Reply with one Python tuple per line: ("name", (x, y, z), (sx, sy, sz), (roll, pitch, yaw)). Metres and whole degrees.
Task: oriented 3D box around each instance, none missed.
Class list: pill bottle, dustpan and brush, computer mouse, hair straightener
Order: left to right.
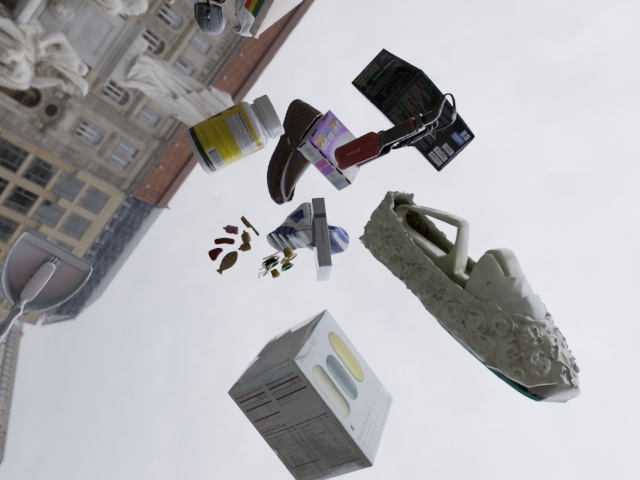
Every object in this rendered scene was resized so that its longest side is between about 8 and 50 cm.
("dustpan and brush", (-0.569, 0.106, 0.874), (0.211, 0.147, 0.060), (-58, -152, -10))
("computer mouse", (-0.405, -0.747, 1.479), (0.262, 0.183, 0.060), (-176, -88, -76))
("pill bottle", (-0.197, -0.250, 1.048), (0.208, 0.119, 0.119), (-27, -140, -3))
("hair straightener", (0.122, -0.169, 0.703), (0.230, 0.089, 0.047), (-24, -96, 52))

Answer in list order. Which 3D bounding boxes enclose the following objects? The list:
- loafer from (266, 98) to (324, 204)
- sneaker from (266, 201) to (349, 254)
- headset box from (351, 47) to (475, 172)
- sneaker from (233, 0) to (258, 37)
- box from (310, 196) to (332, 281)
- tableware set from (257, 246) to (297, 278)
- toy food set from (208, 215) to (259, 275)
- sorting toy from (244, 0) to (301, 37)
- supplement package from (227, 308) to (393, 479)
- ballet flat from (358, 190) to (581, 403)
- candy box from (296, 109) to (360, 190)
("loafer", (-0.081, -0.293, 1.523), (0.130, 0.133, 0.366), (17, -82, 21))
("sneaker", (-0.033, -0.056, 1.571), (0.315, 0.127, 0.182), (1, -131, 38))
("headset box", (0.233, -0.352, 1.188), (0.131, 0.246, 0.283), (-44, -148, 15))
("sneaker", (-0.232, -0.776, 1.452), (0.235, 0.094, 0.090), (107, -8, -46))
("box", (0.000, 0.000, 1.189), (0.038, 0.145, 0.186), (-4, -110, -4))
("tableware set", (-0.093, 0.056, 1.047), (0.024, 0.104, 0.154), (60, -22, 14))
("toy food set", (-0.192, 0.008, 0.964), (0.122, 0.078, 0.019), (-42, 180, -3))
("sorting toy", (-0.097, -0.734, 1.247), (0.257, 0.089, 0.255), (-52, -168, -29))
("supplement package", (-0.013, 0.334, 0.965), (0.198, 0.263, 0.199), (-33, -173, 29))
("ballet flat", (0.194, 0.043, 0.641), (0.147, 0.147, 0.409), (-51, -136, 6))
("candy box", (0.045, -0.285, 1.426), (0.070, 0.196, 0.165), (-24, -151, 50))
